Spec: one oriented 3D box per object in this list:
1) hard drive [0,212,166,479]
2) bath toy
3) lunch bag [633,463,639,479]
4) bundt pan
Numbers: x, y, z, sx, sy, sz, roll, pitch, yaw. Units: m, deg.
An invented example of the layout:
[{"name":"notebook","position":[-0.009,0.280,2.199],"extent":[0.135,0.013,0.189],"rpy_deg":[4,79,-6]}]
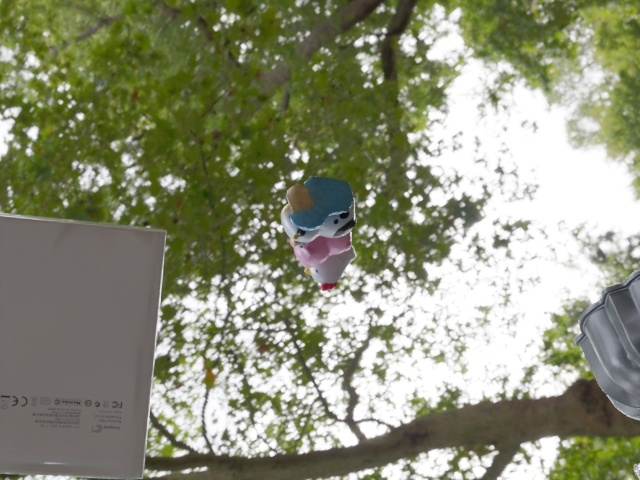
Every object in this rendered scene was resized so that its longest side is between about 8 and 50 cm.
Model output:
[{"name":"hard drive","position":[-0.313,0.134,0.907],"extent":[0.210,0.040,0.319],"rpy_deg":[6,-84,-9]},{"name":"bath toy","position":[0.000,0.000,1.528],"extent":[0.151,0.348,0.129],"rpy_deg":[7,-115,8]},{"name":"lunch bag","position":[0.712,0.497,1.267],"extent":[0.235,0.168,0.287],"rpy_deg":[65,-179,-69]},{"name":"bundt pan","position":[0.521,0.153,0.969],"extent":[0.330,0.331,0.124],"rpy_deg":[29,-137,-31]}]
